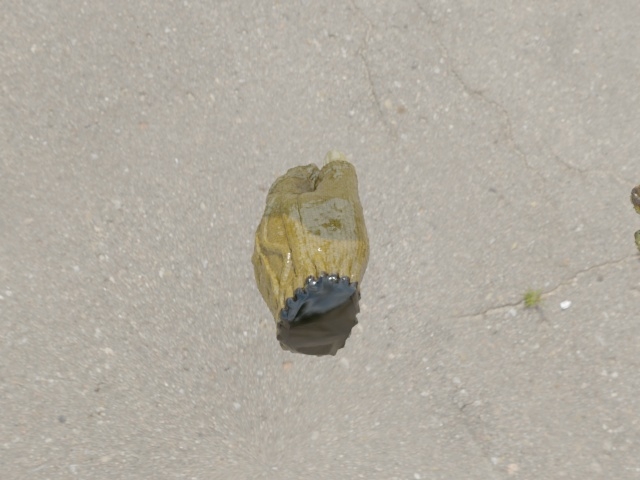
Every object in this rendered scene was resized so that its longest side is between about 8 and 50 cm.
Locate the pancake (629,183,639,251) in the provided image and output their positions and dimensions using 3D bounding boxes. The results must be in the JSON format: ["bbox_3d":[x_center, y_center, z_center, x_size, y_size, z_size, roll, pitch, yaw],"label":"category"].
[{"bbox_3d":[0.685,-0.040,1.199,0.212,0.056,0.257,-54,44,13],"label":"pancake"}]

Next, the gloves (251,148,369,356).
[{"bbox_3d":[-0.015,0.001,0.928,0.155,0.203,0.356,12,32,-3],"label":"gloves"}]
